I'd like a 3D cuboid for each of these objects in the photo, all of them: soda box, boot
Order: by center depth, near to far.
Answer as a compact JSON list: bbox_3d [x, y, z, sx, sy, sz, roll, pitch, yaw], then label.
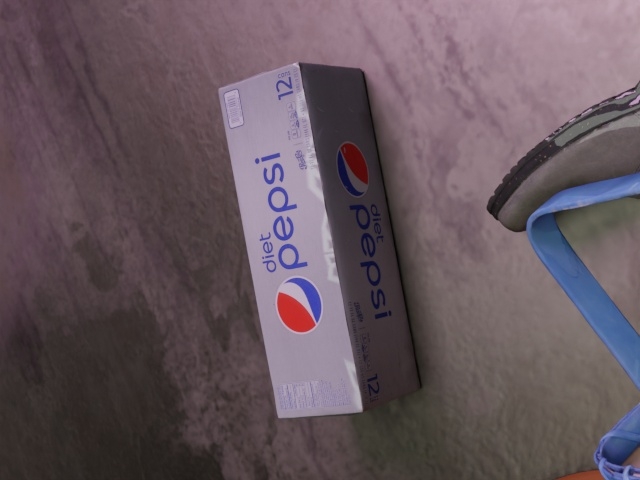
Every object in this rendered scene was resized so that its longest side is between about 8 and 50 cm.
[{"bbox_3d":[0.242,-0.033,0.706,0.246,0.083,0.161,-40,80,35],"label":"boot"},{"bbox_3d":[0.000,0.000,0.869,0.091,0.098,0.286,-12,88,35],"label":"soda box"}]

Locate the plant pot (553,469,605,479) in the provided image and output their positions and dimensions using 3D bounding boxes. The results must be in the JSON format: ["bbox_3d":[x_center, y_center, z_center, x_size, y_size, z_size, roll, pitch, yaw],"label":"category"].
[{"bbox_3d":[0.188,0.326,0.701,0.291,0.203,0.290,4,98,35],"label":"plant pot"}]

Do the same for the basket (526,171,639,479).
[{"bbox_3d":[0.260,0.077,0.590,0.289,0.201,0.255,52,161,-6],"label":"basket"}]
